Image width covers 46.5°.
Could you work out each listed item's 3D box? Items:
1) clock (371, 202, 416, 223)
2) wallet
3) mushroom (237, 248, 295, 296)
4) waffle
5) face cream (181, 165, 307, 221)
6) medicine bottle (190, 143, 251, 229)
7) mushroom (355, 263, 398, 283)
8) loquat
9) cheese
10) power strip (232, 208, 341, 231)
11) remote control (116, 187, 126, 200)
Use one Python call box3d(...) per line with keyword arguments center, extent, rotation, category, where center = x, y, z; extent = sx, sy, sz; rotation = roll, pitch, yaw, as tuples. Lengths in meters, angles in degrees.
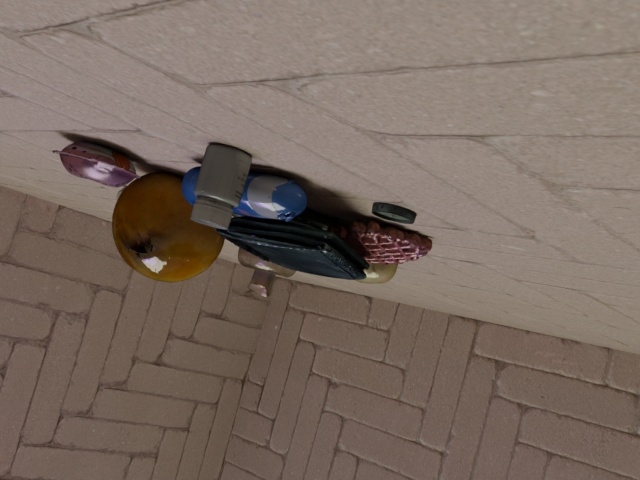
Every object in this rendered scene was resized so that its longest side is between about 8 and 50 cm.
box3d(center=(0.135, -0.049, 1.375), extent=(0.085, 0.017, 0.085), rotation=(15, 174, 2), category="clock")
box3d(center=(-0.047, 0.013, 1.526), extent=(0.237, 0.075, 0.342), rotation=(7, 170, 19), category="wallet")
box3d(center=(-0.174, 0.083, 2.408), extent=(0.204, 0.204, 0.204), rotation=(15, 173, 2), category="mushroom")
box3d(center=(0.118, 0.010, 1.632), extent=(0.221, 0.056, 0.234), rotation=(14, 165, -21), category="waffle")
box3d(center=(-0.138, -0.088, 1.387), extent=(0.263, 0.083, 0.149), rotation=(10, 180, 38), category="face cream")
box3d(center=(-0.169, -0.089, 1.248), extent=(0.080, 0.131, 0.080), rotation=(16, 174, 2), category="medicine bottle")
box3d(center=(0.122, 0.050, 1.825), extent=(0.147, 0.112, 0.148), rotation=(13, 171, 2), category="mushroom")
box3d(center=(-0.347, -0.033, 1.714), extent=(0.262, 0.263, 0.263), rotation=(15, 173, 2), category="loquat")
box3d(center=(-0.489, -0.163, 1.616), extent=(0.188, 0.074, 0.286), rotation=(19, 176, -25), category="cheese")
box3d(center=(-0.091, -0.029, 1.743), extent=(0.256, 0.092, 0.251), rotation=(20, 173, -29), category="power strip")
box3d(center=(-0.480, -0.111, 2.125), extent=(0.230, 0.049, 0.090), rotation=(12, 172, 30), category="remote control")
